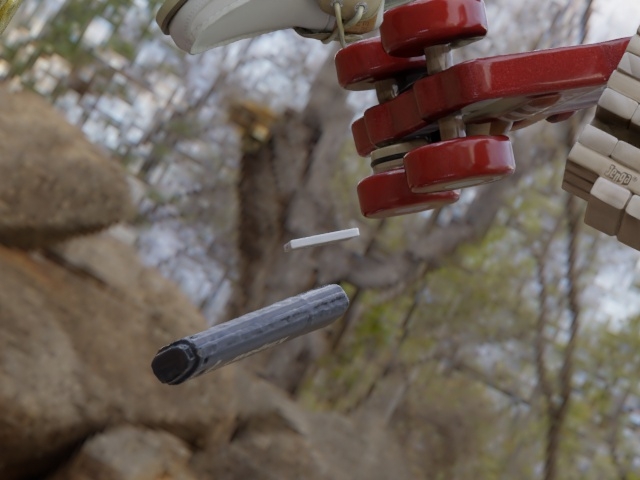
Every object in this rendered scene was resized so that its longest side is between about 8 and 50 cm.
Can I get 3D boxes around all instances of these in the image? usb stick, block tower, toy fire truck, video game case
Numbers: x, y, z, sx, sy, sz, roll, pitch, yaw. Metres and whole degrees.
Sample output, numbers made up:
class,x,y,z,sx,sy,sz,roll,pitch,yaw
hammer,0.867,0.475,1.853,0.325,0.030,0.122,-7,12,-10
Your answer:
class,x,y,z,sx,sy,sz,roll,pitch,yaw
usb stick,-0.073,0.102,1.942,0.077,0.278,0.045,-29,-97,40
block tower,0.305,-0.163,1.413,0.091,0.335,0.097,27,-10,10
toy fire truck,0.165,-0.131,1.680,0.253,0.169,0.302,-8,-6,-20
video game case,0.000,0.000,2.230,0.087,0.011,0.122,-11,-2,-6

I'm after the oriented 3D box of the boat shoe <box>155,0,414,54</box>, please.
class,x,y,z,sx,sy,sz,roll,pitch,yaw
boat shoe,0.016,-0.215,1.422,0.103,0.302,0.113,60,-17,7

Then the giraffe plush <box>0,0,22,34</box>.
class,x,y,z,sx,sy,sz,roll,pitch,yaw
giraffe plush,-0.374,-0.204,1.531,0.170,0.181,0.210,35,-25,-3
